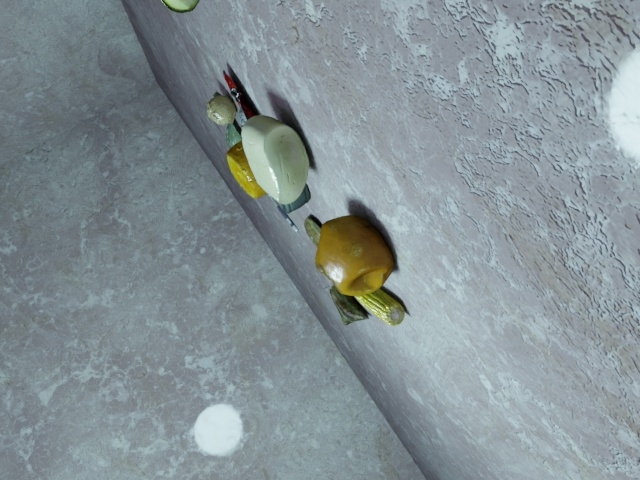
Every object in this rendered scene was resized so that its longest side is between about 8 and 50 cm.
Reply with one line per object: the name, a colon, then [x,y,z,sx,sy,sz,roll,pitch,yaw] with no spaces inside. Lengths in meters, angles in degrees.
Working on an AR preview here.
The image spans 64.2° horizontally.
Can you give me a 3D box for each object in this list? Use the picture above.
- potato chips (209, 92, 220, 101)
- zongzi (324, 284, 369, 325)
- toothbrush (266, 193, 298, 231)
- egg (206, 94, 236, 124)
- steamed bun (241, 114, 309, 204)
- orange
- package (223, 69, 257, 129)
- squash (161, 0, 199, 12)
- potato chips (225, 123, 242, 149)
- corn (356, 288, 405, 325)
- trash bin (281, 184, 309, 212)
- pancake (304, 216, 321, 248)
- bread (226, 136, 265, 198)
potato chips: [-0.444,-0.597,2.216,0.207,0.028,0.092,48,139,46]
zongzi: [0.117,0.252,2.112,0.187,0.084,0.184,61,154,0]
toothbrush: [-0.191,-0.146,2.417,0.288,0.026,0.024,51,126,22]
egg: [-0.395,-0.519,2.037,0.140,0.116,0.118,-97,-18,-49]
steamed bun: [-0.122,-0.250,1.531,0.200,0.154,0.250,37,151,51]
orange: [0.076,0.043,1.425,0.249,0.183,0.249,52,167,17]
package: [-0.269,-0.459,1.822,0.194,0.071,0.270,115,134,-74]
squash: [-0.432,-0.799,1.521,0.137,0.137,0.288,71,176,-49]
potato chips: [-0.369,-0.445,2.259,0.167,0.059,0.228,-6,116,56]
corn: [0.184,0.196,1.646,0.081,0.081,0.248,62,168,-24]
trash bin: [-0.134,-0.213,1.830,0.236,0.101,0.177,53,170,30]
pancake: [-0.001,0.001,1.983,0.236,0.042,0.223,44,166,54]
bread: [-0.274,-0.291,2.079,0.268,0.145,0.268,49,166,16]
